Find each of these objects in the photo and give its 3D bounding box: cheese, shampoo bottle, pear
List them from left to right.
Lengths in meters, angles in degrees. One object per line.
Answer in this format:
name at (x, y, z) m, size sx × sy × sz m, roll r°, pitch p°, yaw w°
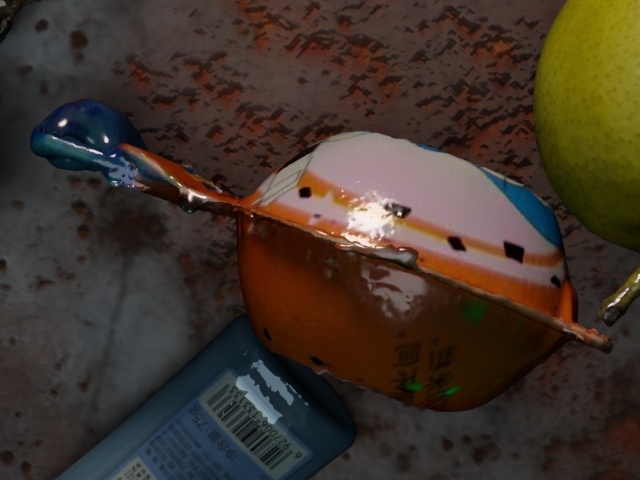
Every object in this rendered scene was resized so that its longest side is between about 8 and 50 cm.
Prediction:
shampoo bottle at (-0.105, 0.161, 1.007) m, size 0.258 × 0.061 × 0.104 m, roll -41°, pitch 98°, yaw 12°
cheese at (0.000, 0.000, 0.894) m, size 0.329 × 0.217 × 0.129 m, roll 21°, pitch 88°, yaw 17°
pear at (0.195, -0.050, 0.860) m, size 0.180 × 0.166 × 0.216 m, roll 25°, pitch 65°, yaw -21°

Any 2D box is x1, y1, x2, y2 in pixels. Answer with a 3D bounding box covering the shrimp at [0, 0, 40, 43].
shrimp at (-0.191, -0.211, 0.929) m, size 0.152 × 0.046 × 0.219 m, roll 28°, pitch 101°, yaw -3°
